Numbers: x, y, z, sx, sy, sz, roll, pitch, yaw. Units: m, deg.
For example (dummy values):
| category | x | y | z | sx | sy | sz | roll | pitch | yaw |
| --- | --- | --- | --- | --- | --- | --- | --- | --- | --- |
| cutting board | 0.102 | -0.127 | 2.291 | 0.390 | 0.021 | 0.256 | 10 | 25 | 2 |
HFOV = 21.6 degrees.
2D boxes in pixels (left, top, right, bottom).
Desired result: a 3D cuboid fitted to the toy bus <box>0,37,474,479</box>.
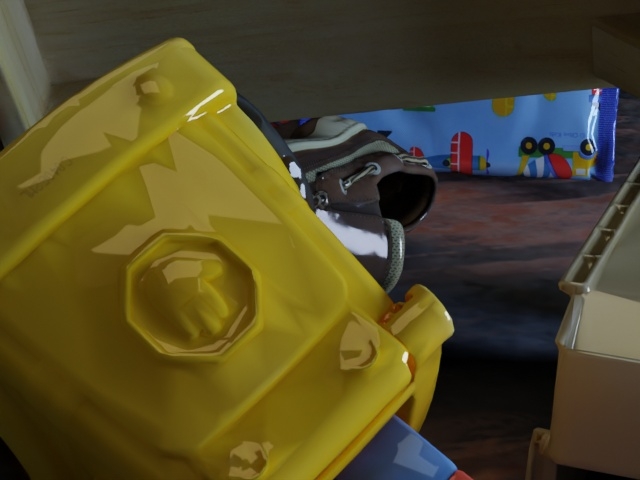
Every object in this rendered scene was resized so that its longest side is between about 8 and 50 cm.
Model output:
| category | x | y | z | sx | sy | sz | roll | pitch | yaw |
| --- | --- | --- | --- | --- | --- | --- | --- | --- | --- |
| toy bus | -0.028 | 0.074 | 0.572 | 0.211 | 0.220 | 0.149 | 39 | 66 | 15 |

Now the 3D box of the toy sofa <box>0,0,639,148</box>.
| category | x | y | z | sx | sy | sz | roll | pitch | yaw |
| --- | --- | --- | --- | --- | --- | --- | --- | --- | --- |
| toy sofa | 0.014 | -0.140 | 0.816 | 0.362 | 0.150 | 0.177 | -5 | 48 | 8 |

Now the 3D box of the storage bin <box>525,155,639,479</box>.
| category | x | y | z | sx | sy | sz | roll | pitch | yaw |
| --- | --- | --- | --- | --- | --- | --- | --- | --- | --- |
| storage bin | 0.239 | 0.063 | 0.697 | 0.262 | 0.123 | 0.260 | 10 | 21 | 17 |

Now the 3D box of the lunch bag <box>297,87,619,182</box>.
| category | x | y | z | sx | sy | sz | roll | pitch | yaw |
| --- | --- | --- | --- | --- | --- | --- | --- | --- | --- |
| lunch bag | 0.112 | -0.133 | 1.264 | 0.221 | 0.138 | 0.293 | 3 | 10 | 8 |

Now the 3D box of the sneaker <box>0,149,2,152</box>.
| category | x | y | z | sx | sy | sz | roll | pitch | yaw |
| --- | --- | --- | --- | --- | --- | --- | --- | --- | --- |
| sneaker | -0.295 | -0.028 | 0.768 | 0.321 | 0.125 | 0.180 | 1 | -24 | 23 |

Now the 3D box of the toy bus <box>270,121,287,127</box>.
| category | x | y | z | sx | sy | sz | roll | pitch | yaw |
| --- | --- | --- | --- | --- | --- | --- | --- | --- | --- |
| toy bus | -0.064 | -0.101 | 0.979 | 0.191 | 0.104 | 0.202 | -29 | 2 | -22 |

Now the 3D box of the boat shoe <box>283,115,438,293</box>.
| category | x | y | z | sx | sy | sz | roll | pitch | yaw |
| --- | --- | --- | --- | --- | --- | --- | --- | --- | --- |
| boat shoe | 0.002 | -0.007 | 0.912 | 0.095 | 0.095 | 0.257 | 22 | 28 | 13 |

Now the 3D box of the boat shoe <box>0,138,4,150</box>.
| category | x | y | z | sx | sy | sz | roll | pitch | yaw |
| --- | --- | --- | --- | --- | --- | --- | --- | --- | --- |
| boat shoe | -0.264 | -0.066 | 1.035 | 0.109 | 0.091 | 0.305 | 17 | 23 | 34 |
